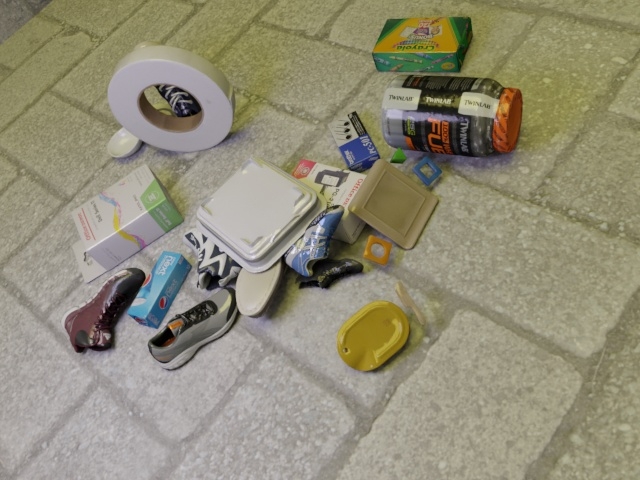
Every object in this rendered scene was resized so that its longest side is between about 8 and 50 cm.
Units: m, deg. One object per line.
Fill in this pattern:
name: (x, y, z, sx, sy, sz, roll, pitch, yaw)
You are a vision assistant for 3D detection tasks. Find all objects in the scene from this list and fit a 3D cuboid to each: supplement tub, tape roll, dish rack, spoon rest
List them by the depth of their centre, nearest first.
supplement tub: (0.350, -0.333, 1.657, 0.338, 0.207, 0.207, 11, 61, 29)
dish rack: (-0.175, -0.091, 1.657, 0.285, 0.072, 0.333, -45, 51, -13)
tape roll: (-0.460, -0.433, 1.939, 0.392, 0.392, 0.072, -8, 53, 16)
spoon rest: (-0.632, -0.391, 2.174, 0.276, 0.084, 0.137, -40, 51, -10)

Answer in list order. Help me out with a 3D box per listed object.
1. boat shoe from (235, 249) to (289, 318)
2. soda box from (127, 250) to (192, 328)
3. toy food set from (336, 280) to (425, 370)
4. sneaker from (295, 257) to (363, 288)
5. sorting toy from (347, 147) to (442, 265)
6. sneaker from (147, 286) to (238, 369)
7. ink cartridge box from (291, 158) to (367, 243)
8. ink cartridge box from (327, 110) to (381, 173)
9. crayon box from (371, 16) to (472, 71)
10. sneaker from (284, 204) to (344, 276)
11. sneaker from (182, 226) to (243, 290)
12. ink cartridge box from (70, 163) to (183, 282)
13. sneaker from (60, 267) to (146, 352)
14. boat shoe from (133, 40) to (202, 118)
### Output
boat shoe: (-0.140, 0.067, 1.634, 0.117, 0.096, 0.324, -5, 54, 18)
soda box: (-0.446, 0.135, 1.728, 0.071, 0.067, 0.210, 10, 59, 27)
toy food set: (0.138, 0.212, 1.446, 0.218, 0.071, 0.128, -38, 75, -5)
sneaker: (0.023, 0.090, 1.586, 0.170, 0.051, 0.089, 6, 59, 31)
sorting toy: (0.186, -0.091, 1.616, 0.196, 0.047, 0.347, 33, 67, -3)
sneaker: (-0.323, 0.217, 1.595, 0.271, 0.108, 0.100, -41, 50, -12)
ink cartridge box: (0.017, -0.110, 1.697, 0.237, 0.100, 0.172, 18, 65, 31)
ink cartridge box: (0.099, -0.289, 1.829, 0.097, 0.046, 0.207, -25, 51, 4)
crayon box: (0.321, -0.618, 1.955, 0.278, 0.081, 0.165, 8, 59, 27)
sneaker: (0.000, 0.000, 1.560, 0.081, 0.080, 0.211, 45, 112, 20)
sneaker: (-0.322, 0.059, 1.714, 0.235, 0.094, 0.153, 23, 58, 22)
ink cartridge box: (-0.626, -0.054, 1.902, 0.353, 0.119, 0.207, -35, 51, -5)
sneaker: (-0.579, 0.212, 1.716, 0.281, 0.106, 0.162, -38, 55, 6)
boat shoe: (-0.474, -0.499, 2.035, 0.127, 0.340, 0.158, -29, 60, 14)
